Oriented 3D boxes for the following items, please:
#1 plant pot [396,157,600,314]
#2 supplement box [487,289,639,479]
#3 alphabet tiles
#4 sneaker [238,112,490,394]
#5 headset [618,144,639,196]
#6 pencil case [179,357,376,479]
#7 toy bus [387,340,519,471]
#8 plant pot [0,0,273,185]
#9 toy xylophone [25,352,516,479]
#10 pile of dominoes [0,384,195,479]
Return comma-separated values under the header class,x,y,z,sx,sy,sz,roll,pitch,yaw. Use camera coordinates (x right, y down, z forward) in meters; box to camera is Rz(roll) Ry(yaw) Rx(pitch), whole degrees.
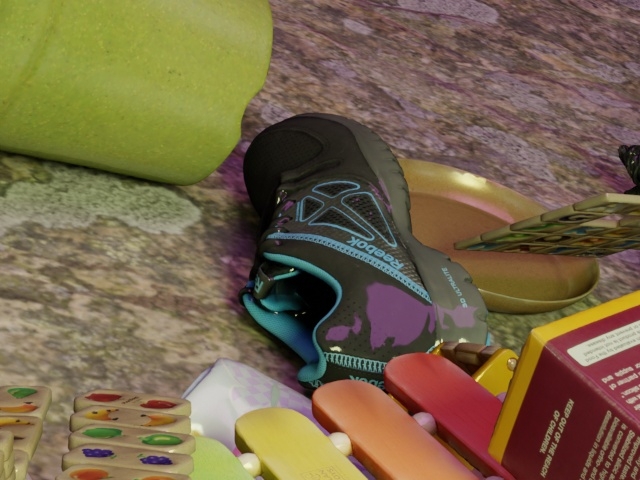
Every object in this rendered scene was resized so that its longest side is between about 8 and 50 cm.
class,x,y,z,sx,sy,sz,roll,pitch,yaw
plant pot,0.127,0.000,1.524,0.236,0.032,0.236,17,26,-9
supplement box,0.181,0.111,0.793,0.104,0.081,0.188,-17,46,-36
alphabet tiles,0.261,-0.008,1.436,0.237,0.009,0.198,4,-13,-31
sneaker,0.000,0.000,1.325,0.139,0.125,0.341,1,29,-26
headset,0.483,-0.045,1.653,0.394,0.243,0.185,4,-19,42
pencil case,0.026,0.172,1.015,0.273,0.113,0.124,24,34,9
toy bus,0.120,0.159,1.109,0.104,0.191,0.202,-42,59,-17
plant pot,-0.188,-0.165,1.395,0.254,0.276,0.276,19,23,-30
toy xylophone,0.022,0.149,0.851,0.322,0.081,0.236,-14,27,-31
pile of dominoes,-0.154,0.086,0.799,0.196,0.040,0.251,0,10,-3
